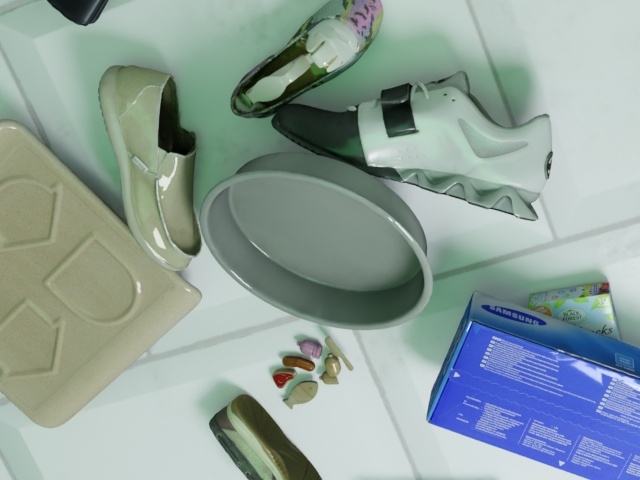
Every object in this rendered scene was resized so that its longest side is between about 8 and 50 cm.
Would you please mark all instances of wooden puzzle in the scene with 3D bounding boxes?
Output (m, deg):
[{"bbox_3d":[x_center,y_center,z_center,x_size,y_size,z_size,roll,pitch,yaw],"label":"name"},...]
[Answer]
[{"bbox_3d":[-0.373,0.044,1.830,0.348,0.080,0.322,43,116,-13],"label":"wooden puzzle"}]

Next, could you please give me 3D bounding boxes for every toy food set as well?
[{"bbox_3d":[-0.015,0.167,1.834,0.122,0.019,0.078,-30,104,31],"label":"toy food set"}]

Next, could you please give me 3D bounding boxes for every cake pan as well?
[{"bbox_3d":[0.000,0.000,1.671,0.293,0.054,0.293,16,145,11],"label":"cake pan"}]

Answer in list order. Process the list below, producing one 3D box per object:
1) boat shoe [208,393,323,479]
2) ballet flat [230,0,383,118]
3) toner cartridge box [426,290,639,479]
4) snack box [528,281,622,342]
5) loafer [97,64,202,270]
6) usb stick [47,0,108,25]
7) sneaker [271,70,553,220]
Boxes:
[{"bbox_3d":[-0.066,0.310,1.878,0.073,0.080,0.223,-32,98,29],"label":"boat shoe"},{"bbox_3d":[-0.018,-0.208,1.633,0.221,0.079,0.077,-34,102,23],"label":"ballet flat"},{"bbox_3d":[0.320,0.198,1.699,0.347,0.075,0.165,20,119,0],"label":"toner cartridge box"},{"bbox_3d":[0.321,0.127,1.728,0.100,0.037,0.141,-10,112,15],"label":"snack box"},{"bbox_3d":[-0.193,-0.088,1.712,0.092,0.102,0.269,-9,111,22],"label":"loafer"},{"bbox_3d":[-0.233,-0.372,1.627,0.077,0.045,0.278,39,116,2],"label":"usb stick"},{"bbox_3d":[0.111,-0.135,1.630,0.330,0.122,0.146,15,98,7],"label":"sneaker"}]
